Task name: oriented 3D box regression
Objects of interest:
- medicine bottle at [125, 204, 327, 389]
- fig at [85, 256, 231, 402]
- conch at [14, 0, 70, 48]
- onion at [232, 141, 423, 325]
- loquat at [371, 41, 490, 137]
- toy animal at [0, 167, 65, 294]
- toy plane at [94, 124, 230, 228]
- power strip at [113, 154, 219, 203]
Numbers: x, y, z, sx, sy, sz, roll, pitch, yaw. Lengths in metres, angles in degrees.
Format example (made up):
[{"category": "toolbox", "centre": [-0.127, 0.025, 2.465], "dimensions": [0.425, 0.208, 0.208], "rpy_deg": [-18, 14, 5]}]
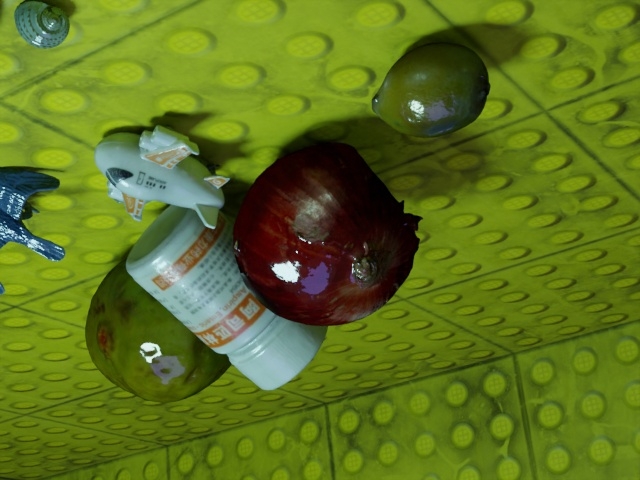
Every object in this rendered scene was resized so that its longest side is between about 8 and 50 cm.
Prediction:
[{"category": "medicine bottle", "centre": [-0.176, 0.100, 2.240], "dimensions": [0.371, 0.211, 0.211], "rpy_deg": [45, 134, -19]}, {"category": "fig", "centre": [-0.313, 0.171, 2.460], "dimensions": [0.343, 0.343, 0.343], "rpy_deg": [-5, 157, -2]}, {"category": "conch", "centre": [-0.397, -0.300, 1.643], "dimensions": [0.076, 0.057, 0.085], "rpy_deg": [24, 145, -28]}, {"category": "onion", "centre": [-0.005, -0.006, 2.085], "dimensions": [0.341, 0.341, 0.341], "rpy_deg": [-5, 157, -2]}, {"category": "loquat", "centre": [0.173, -0.234, 1.831], "dimensions": [0.195, 0.152, 0.152], "rpy_deg": [-8, 158, 24]}, {"category": "toy animal", "centre": [-0.585, -0.033, 2.098], "dimensions": [0.255, 0.239, 0.176], "rpy_deg": [31, -164, 13]}, {"category": "toy plane", "centre": [-0.277, -0.107, 2.015], "dimensions": [0.244, 0.118, 0.245], "rpy_deg": [4, 147, 3]}, {"category": "power strip", "centre": [-0.284, -0.112, 2.142], "dimensions": [0.226, 0.029, 0.080], "rpy_deg": [-15, 153, 22]}]
